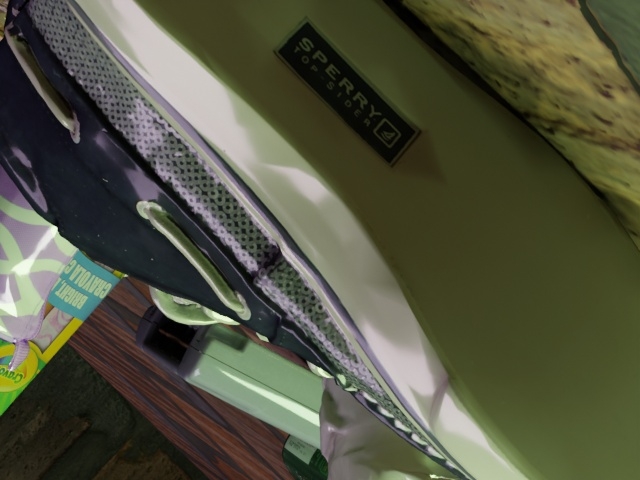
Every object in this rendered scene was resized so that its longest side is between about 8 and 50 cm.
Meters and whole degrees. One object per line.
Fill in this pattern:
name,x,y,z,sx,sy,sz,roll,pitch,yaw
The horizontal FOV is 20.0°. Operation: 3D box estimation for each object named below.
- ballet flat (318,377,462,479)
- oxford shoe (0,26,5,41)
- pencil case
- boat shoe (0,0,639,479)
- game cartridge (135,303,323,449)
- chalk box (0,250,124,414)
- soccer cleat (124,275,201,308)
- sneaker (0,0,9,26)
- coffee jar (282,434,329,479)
ballet flat,0.083,0.162,0.938,0.400,0.139,0.139,52,175,27
oxford shoe,-0.160,-0.146,1.008,0.212,0.076,0.076,45,138,-6
pencil case,-0.113,-0.046,0.856,0.088,0.206,0.086,39,-178,-4
boat shoe,0.000,0.000,0.735,0.340,0.127,0.158,50,143,-2
game cartridge,-0.036,0.118,1.449,0.198,0.062,0.297,32,175,-13
chalk box,-0.254,-0.012,1.203,0.180,0.289,0.179,36,167,26
soccer cleat,-0.079,0.031,1.331,0.196,0.076,0.068,29,163,46
sneaker,-0.164,-0.171,0.855,0.282,0.153,0.099,-12,130,37
coffee jar,0.053,0.221,1.604,0.184,0.079,0.096,31,162,46
